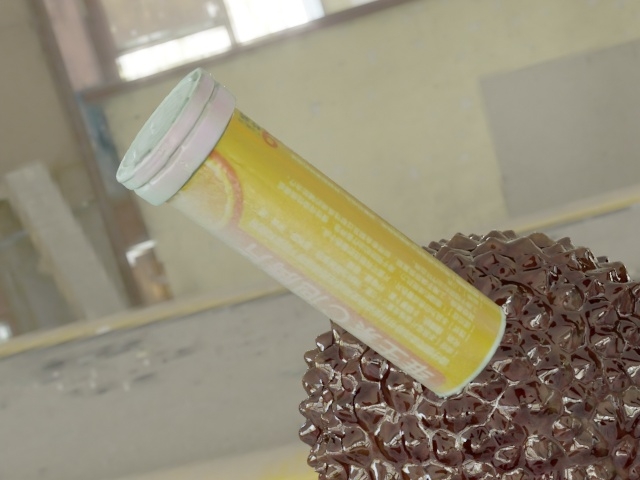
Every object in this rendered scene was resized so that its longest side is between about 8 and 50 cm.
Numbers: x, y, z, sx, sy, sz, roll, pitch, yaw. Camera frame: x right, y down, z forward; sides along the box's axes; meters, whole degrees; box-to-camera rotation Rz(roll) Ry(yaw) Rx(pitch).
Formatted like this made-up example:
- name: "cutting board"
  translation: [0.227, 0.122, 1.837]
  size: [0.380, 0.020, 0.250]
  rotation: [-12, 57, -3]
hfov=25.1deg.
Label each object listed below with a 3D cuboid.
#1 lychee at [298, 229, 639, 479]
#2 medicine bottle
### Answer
- name: "lychee"
  translation: [0.145, 0.127, 1.145]
  size: [0.306, 0.306, 0.330]
  rotation: [-11, -34, 40]
- name: "medicine bottle"
  translation: [0.000, 0.000, 0.769]
  size: [0.074, 0.218, 0.074]
  rotation: [-47, 18, 21]
